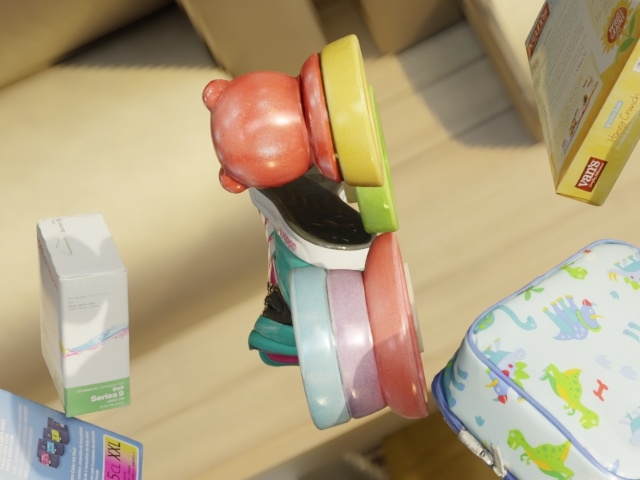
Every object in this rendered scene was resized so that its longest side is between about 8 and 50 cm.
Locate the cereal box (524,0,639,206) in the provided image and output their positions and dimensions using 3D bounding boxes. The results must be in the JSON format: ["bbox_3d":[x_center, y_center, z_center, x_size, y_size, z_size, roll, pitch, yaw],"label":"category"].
[{"bbox_3d":[0.233,-0.166,1.417,0.047,0.240,0.173,16,126,-12],"label":"cereal box"}]

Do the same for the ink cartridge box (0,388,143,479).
[{"bbox_3d":[-0.465,0.317,2.221,0.395,0.151,0.270,25,131,-32],"label":"ink cartridge box"}]

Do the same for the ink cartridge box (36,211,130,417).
[{"bbox_3d":[-0.304,0.093,2.201,0.093,0.154,0.212,-10,123,-17],"label":"ink cartridge box"}]

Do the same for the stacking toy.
[{"bbox_3d":[0.000,0.000,1.424,0.130,0.309,0.279,-10,-179,4],"label":"stacking toy"}]

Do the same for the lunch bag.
[{"bbox_3d":[0.199,0.105,1.203,0.219,0.176,0.090,-28,153,-44],"label":"lunch bag"}]

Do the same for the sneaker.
[{"bbox_3d":[-0.014,0.035,1.698,0.123,0.178,0.295,4,-161,-12],"label":"sneaker"}]
